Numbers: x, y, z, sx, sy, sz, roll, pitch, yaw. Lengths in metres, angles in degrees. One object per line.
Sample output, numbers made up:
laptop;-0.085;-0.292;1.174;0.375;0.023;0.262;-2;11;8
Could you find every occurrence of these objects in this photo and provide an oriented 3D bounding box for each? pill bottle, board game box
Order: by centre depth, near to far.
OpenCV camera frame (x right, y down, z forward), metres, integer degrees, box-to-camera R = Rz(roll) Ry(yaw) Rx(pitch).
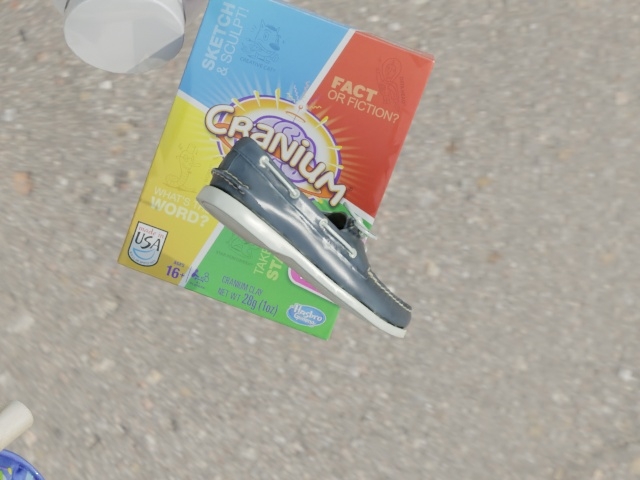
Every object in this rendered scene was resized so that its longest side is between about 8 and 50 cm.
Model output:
board game box;-0.048;-0.085;1.681;0.242;0.064;0.317;20;101;-2
pill bottle;-0.203;-0.343;1.729;0.181;0.181;0.323;12;53;-19

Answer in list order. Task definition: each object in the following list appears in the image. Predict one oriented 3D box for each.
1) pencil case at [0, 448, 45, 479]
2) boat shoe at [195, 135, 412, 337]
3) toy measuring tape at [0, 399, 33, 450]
pencil case;-0.330;0.285;1.305;0.306;0.119;0.133;-35;112;28
boat shoe;0.000;0.000;1.451;0.254;0.095;0.079;37;83;-26
toy measuring tape;-0.323;0.024;1.047;0.330;0.121;0.121;28;83;25
